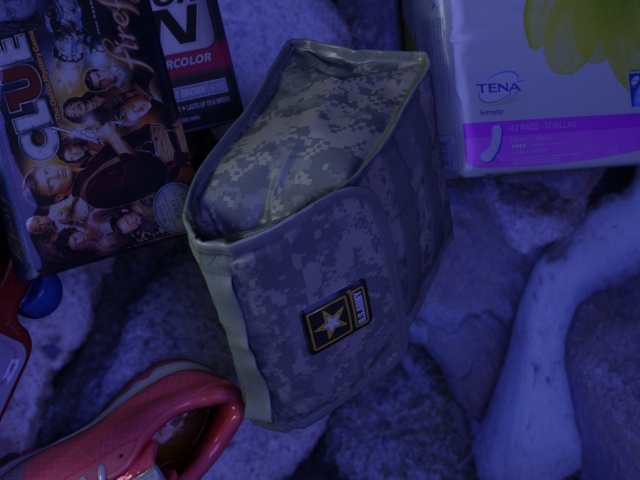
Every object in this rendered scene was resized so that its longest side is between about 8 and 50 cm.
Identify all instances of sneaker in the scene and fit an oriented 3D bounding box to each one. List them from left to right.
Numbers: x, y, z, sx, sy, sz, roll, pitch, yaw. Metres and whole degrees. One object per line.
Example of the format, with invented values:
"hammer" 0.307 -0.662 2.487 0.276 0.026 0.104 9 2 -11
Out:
"sneaker" -0.194 0.211 1.179 0.314 0.136 0.116 -40 105 -23

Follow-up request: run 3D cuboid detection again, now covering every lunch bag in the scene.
"lunch bag" 0.000 0.000 1.180 0.235 0.169 0.287 77 33 -42

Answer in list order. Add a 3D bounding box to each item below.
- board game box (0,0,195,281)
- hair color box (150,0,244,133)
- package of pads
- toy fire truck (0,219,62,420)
"board game box" -0.199 -0.105 1.107 0.165 0.042 0.243 -18 97 -32
"hair color box" -0.211 -0.266 1.202 0.185 0.113 0.374 -16 95 -27
"package of pads" 0.233 -0.186 1.436 0.296 0.101 0.229 -6 91 -28
"toy fire truck" -0.339 0.056 1.115 0.254 0.169 0.302 36 71 -47
